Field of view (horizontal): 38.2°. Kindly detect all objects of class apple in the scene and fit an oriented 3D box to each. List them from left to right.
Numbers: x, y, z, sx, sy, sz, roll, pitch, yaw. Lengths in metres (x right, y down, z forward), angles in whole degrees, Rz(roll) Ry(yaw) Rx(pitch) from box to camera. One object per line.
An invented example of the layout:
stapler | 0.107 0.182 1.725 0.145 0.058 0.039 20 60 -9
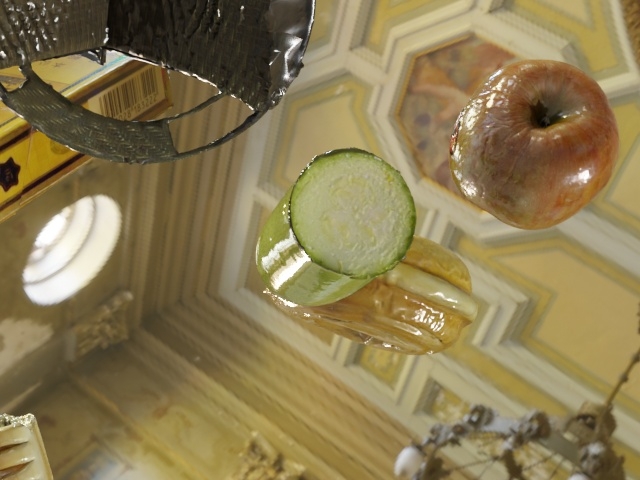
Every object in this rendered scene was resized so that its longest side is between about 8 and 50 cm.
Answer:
apple | 0.163 -0.072 0.702 0.126 0.126 0.102 38 -22 15

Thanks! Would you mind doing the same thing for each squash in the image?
squash | 0.000 0.000 0.987 0.132 0.132 0.247 52 -21 0

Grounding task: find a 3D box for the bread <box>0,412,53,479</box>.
bread | -0.449 0.333 1.373 0.119 0.084 0.177 149 -80 -78

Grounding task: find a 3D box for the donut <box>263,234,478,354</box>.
donut | 0.085 0.086 1.742 0.449 0.198 0.449 19 -11 4

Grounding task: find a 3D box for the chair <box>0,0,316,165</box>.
chair | -0.122 -0.134 0.475 0.213 0.149 0.174 21 -64 18

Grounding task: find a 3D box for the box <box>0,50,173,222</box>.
box | -0.314 -0.126 0.933 0.193 0.301 0.084 11 -56 24
